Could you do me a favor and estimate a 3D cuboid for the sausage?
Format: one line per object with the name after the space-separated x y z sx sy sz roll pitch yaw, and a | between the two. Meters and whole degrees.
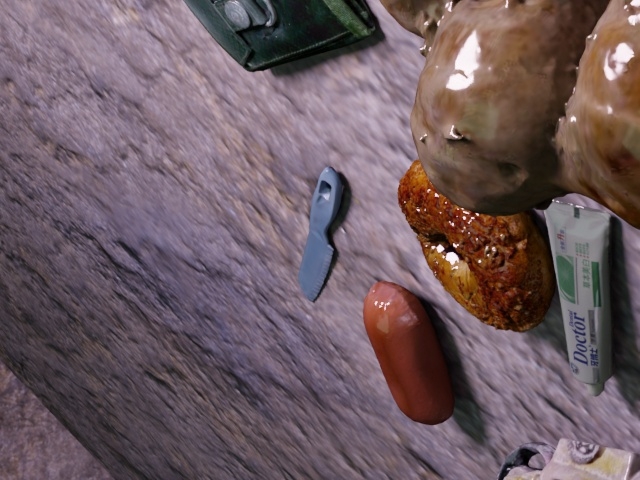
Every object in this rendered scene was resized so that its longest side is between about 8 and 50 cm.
0.099 0.126 1.454 0.077 0.077 0.194 23 144 48 | sausage

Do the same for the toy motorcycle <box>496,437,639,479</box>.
0.266 0.300 1.245 0.108 0.222 0.341 20 168 -28 | toy motorcycle

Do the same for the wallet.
-0.055 -0.239 1.253 0.160 0.055 0.236 53 156 -18 | wallet

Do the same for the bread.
0.142 0.006 1.225 0.193 0.064 0.193 44 157 23 | bread

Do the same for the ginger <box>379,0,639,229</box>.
0.184 -0.104 0.872 0.375 0.176 0.256 29 132 41 | ginger

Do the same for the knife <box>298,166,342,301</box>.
0.000 0.000 1.527 0.044 0.019 0.313 43 156 14 | knife

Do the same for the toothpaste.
0.234 0.055 1.159 0.064 0.041 0.218 16 137 35 | toothpaste
